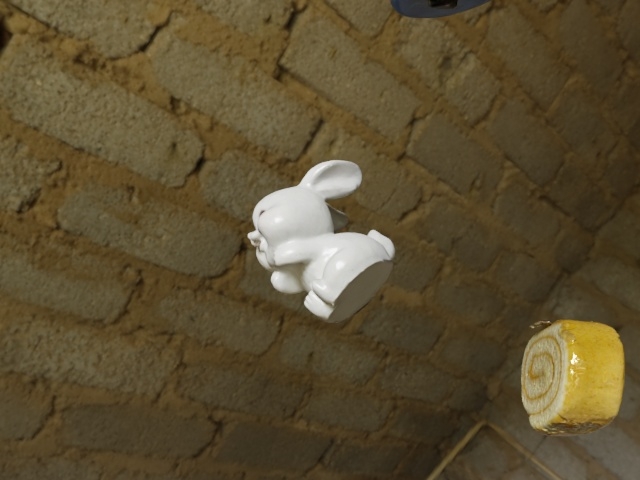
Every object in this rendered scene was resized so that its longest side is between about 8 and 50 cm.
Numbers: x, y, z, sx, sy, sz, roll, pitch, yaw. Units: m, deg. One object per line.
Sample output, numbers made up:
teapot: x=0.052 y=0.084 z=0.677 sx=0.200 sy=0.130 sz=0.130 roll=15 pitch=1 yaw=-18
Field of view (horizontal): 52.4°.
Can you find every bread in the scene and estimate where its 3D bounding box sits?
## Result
bread: x=0.262 y=0.148 z=0.698 sx=0.073 sy=0.122 sz=0.149 roll=9 pitch=-22 yaw=1

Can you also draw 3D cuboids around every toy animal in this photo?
toy animal: x=0.008 y=0.003 z=0.876 sx=0.193 sy=0.179 sz=0.127 roll=53 pitch=-27 yaw=28

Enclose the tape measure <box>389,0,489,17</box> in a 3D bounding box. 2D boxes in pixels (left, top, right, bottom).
tape measure: x=0.123 y=-0.339 z=0.732 sx=0.351 sy=0.097 sz=0.215 roll=-10 pitch=-8 yaw=-35
